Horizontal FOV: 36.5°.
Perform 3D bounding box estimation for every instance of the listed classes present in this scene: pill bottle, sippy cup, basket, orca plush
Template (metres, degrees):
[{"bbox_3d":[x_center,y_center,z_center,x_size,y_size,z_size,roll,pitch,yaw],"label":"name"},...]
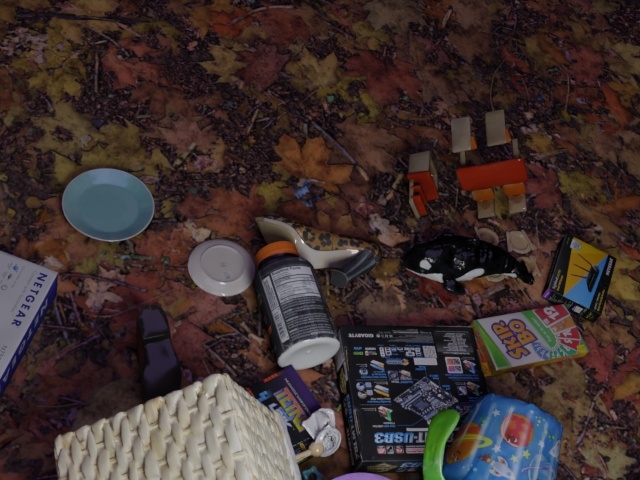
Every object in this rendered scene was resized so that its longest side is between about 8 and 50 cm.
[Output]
[{"bbox_3d":[-0.056,0.122,1.925,0.130,0.130,0.245,-7,58,-21],"label":"pill bottle"},{"bbox_3d":[0.323,0.404,1.730,0.240,0.305,0.224,15,67,22],"label":"sippy cup"},{"bbox_3d":[-0.203,0.431,1.498,0.328,0.266,0.331,-22,59,6],"label":"basket"},{"bbox_3d":[0.333,0.041,2.110,0.287,0.102,0.151,18,59,-2],"label":"orca plush"}]

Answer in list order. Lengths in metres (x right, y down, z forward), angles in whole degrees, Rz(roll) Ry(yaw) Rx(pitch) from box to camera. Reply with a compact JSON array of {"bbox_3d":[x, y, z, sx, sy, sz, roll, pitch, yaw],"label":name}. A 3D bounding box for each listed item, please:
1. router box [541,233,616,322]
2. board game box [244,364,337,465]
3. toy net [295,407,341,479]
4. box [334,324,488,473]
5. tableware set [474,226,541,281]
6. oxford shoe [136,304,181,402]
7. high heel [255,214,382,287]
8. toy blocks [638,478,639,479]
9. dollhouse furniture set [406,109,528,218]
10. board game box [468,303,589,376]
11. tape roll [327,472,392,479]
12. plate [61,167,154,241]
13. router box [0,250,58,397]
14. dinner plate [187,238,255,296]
[{"bbox_3d":[0.589,0.085,2.206,0.133,0.046,0.179,26,52,2],"label":"router box"},{"bbox_3d":[-0.067,0.338,1.818,0.141,0.048,0.170,-26,66,-29],"label":"board game box"},{"bbox_3d":[-0.003,0.413,1.743,0.122,0.045,0.232,31,64,-15],"label":"toy net"},{"bbox_3d":[0.187,0.308,1.904,0.296,0.073,0.293,2,56,-17],"label":"box"},{"bbox_3d":[0.424,0.031,2.210,0.169,0.020,0.141,0,55,-17],"label":"tableware set"},{"bbox_3d":[-0.306,0.231,1.812,0.076,0.076,0.212,-2,72,-21],"label":"oxford shoe"},{"bbox_3d":[0.000,0.000,2.079,0.261,0.093,0.186,33,33,19],"label":"high heel"},{"bbox_3d":[0.659,0.598,1.749,0.289,0.309,0.260,22,71,7],"label":"toy blocks"},{"bbox_3d":[0.332,-0.140,2.177,0.259,0.262,0.135,-9,54,17],"label":"dollhouse furniture set"},{"bbox_3d":[0.438,0.213,2.078,0.259,0.039,0.124,-9,58,-20],"label":"board game box"},{"bbox_3d":[0.061,0.539,1.646,0.275,0.090,0.274,10,65,-22],"label":"tape roll"},{"bbox_3d":[-0.440,-0.070,2.010,0.188,0.024,0.188,9,54,-12],"label":"plate"},{"bbox_3d":[-0.680,0.151,1.738,0.301,0.082,0.335,20,52,-3],"label":"router box"},{"bbox_3d":[-0.203,0.052,2.002,0.141,0.017,0.141,8,55,-12],"label":"dinner plate"}]
